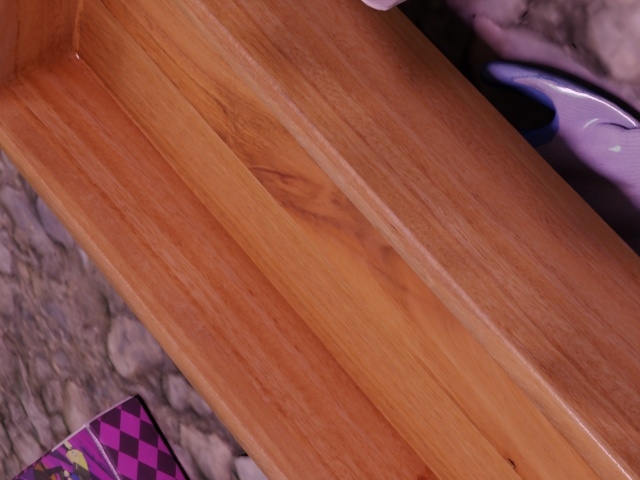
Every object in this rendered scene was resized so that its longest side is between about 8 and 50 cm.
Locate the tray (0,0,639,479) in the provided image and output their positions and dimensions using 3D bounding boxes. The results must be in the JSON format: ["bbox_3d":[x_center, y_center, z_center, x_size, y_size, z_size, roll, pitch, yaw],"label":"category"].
[{"bbox_3d":[0.000,0.000,0.785,0.411,0.076,0.203,49,149,23],"label":"tray"}]

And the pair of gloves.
[{"bbox_3d":[0.111,0.024,0.734,0.159,0.023,0.198,-5,109,53],"label":"pair of gloves"}]

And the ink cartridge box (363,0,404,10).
[{"bbox_3d":[0.003,-0.170,0.667,0.181,0.104,0.061,47,143,18],"label":"ink cartridge box"}]

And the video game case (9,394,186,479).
[{"bbox_3d":[-0.099,0.221,1.115,0.232,0.042,0.210,59,144,4],"label":"video game case"}]
